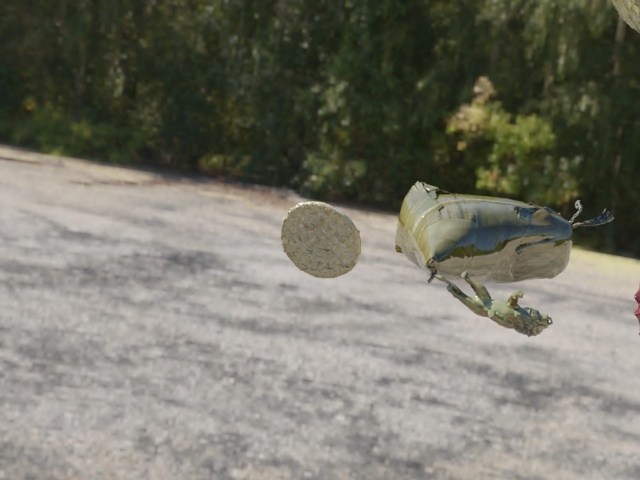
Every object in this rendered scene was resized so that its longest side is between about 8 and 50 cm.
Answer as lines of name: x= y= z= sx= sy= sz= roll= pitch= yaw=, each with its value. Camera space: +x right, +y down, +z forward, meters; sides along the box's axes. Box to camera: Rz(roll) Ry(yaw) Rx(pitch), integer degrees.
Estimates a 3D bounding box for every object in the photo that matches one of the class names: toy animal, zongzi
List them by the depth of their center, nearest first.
toy animal: x=0.295 y=0.109 z=1.942 sx=0.220 sy=0.069 sz=0.086 roll=28 pitch=-17 yaw=3
zongzi: x=0.382 y=0.019 z=2.199 sx=0.447 sy=0.181 sz=0.418 roll=5 pitch=13 yaw=-2

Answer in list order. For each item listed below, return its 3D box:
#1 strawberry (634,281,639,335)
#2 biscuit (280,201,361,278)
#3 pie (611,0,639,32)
strawberry: x=0.686 y=0.131 z=1.972 sx=0.265 sy=0.336 sz=0.149 roll=0 pitch=-39 yaw=42
biscuit: x=0.000 y=0.000 z=1.930 sx=0.152 sy=0.152 sz=0.020 roll=11 pitch=31 yaw=20
pie: x=0.315 y=-0.332 z=1.213 sx=0.071 sy=0.306 sz=0.306 roll=-33 pitch=1 yaw=8
